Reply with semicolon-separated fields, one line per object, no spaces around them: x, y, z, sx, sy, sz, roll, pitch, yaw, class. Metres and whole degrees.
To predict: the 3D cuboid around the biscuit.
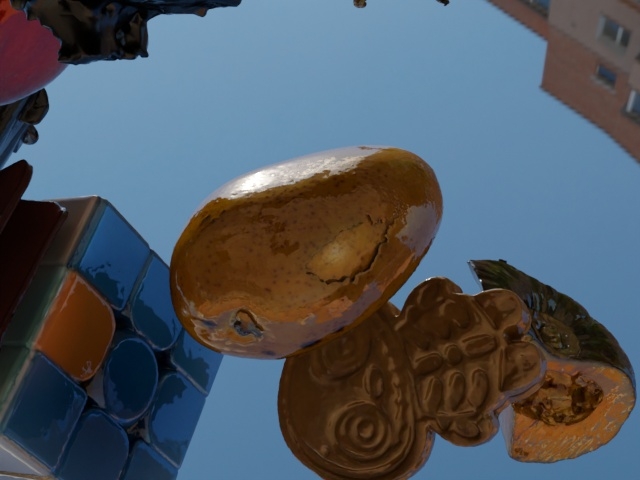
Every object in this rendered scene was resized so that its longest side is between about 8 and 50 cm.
0.081;0.139;1.054;0.288;0.044;0.202;-19;-112;26;biscuit

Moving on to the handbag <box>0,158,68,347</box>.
-0.399;0.052;1.028;0.275;0.084;0.260;-20;-144;24;handbag

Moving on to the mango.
0.000;0.000;0.964;0.290;0.191;0.160;-31;-71;-25;mango

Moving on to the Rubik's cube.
-0.326;0.150;1.209;0.291;0.292;0.290;-2;-126;32;Rubik's cube

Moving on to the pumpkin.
0.244;0.156;1.278;0.190;0.280;0.139;-50;-149;27;pumpkin

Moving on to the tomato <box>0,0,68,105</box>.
-0.425;-0.298;1.217;0.293;0.290;0.325;34;-151;27;tomato

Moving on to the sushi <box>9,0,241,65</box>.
-0.133;-0.166;0.495;0.212;0.115;0.147;18;-76;19;sushi

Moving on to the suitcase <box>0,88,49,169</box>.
-0.591;-0.155;1.437;0.339;0.188;0.345;29;-122;-7;suitcase

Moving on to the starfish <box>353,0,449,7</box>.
0.151;-0.431;1.587;0.240;0.043;0.227;-51;-126;1;starfish
